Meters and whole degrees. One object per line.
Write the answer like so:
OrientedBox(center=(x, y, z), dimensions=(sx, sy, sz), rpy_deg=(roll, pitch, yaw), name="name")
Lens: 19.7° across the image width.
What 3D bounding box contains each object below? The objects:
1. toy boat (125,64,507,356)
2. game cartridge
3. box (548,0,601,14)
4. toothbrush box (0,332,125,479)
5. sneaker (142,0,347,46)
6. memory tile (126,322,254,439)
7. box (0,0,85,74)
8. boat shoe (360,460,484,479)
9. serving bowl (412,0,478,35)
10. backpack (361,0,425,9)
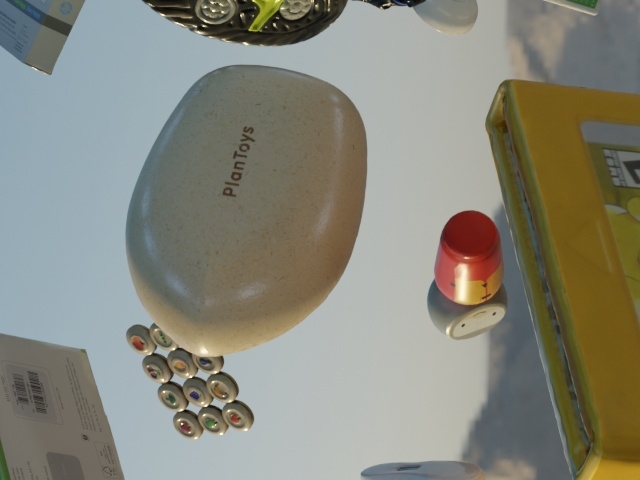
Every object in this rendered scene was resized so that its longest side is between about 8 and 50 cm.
OrientedBox(center=(0.000, 0.000, 1.519), dimensions=(0.148, 0.318, 0.267), rpy_deg=(84, -156, -61), name="toy boat")
OrientedBox(center=(0.275, 0.027, 1.076), dimensions=(0.053, 0.323, 0.285), rpy_deg=(108, 160, -45), name="game cartridge")
OrientedBox(center=(0.241, -0.296, 1.866), dimensions=(0.102, 0.087, 0.101), rpy_deg=(47, 121, 58), name="box")
OrientedBox(center=(-0.282, 0.237, 1.456), dimensions=(0.283, 0.122, 0.206), rpy_deg=(-47, 47, 31), name="toothbrush box")
OrientedBox(center=(-0.146, -0.298, 1.723), dimensions=(0.145, 0.384, 0.147), rpy_deg=(-57, 27, 35), name="sneaker")
OrientedBox(center=(-0.138, 0.146, 1.951), dimensions=(0.012, 0.113, 0.148), rpy_deg=(-46, -64, -47), name="memory tile")
OrientedBox(center=(-0.284, -0.281, 1.957), dimensions=(0.186, 0.038, 0.145), rpy_deg=(-63, 33, 6), name="box")
OrientedBox(center=(0.071, 0.172, 1.260), dimensions=(0.035, 0.100, 0.035), rpy_deg=(-25, -75, -51), name="boat shoe")
OrientedBox(center=(0.136, -0.261, 1.986), dimensions=(0.027, 0.083, 0.083), rpy_deg=(-50, 24, 44), name="serving bowl")
OrientedBox(center=(0.025, -0.260, 1.220), dimensions=(0.173, 0.117, 0.158), rpy_deg=(44, -105, -32), name="backpack")
